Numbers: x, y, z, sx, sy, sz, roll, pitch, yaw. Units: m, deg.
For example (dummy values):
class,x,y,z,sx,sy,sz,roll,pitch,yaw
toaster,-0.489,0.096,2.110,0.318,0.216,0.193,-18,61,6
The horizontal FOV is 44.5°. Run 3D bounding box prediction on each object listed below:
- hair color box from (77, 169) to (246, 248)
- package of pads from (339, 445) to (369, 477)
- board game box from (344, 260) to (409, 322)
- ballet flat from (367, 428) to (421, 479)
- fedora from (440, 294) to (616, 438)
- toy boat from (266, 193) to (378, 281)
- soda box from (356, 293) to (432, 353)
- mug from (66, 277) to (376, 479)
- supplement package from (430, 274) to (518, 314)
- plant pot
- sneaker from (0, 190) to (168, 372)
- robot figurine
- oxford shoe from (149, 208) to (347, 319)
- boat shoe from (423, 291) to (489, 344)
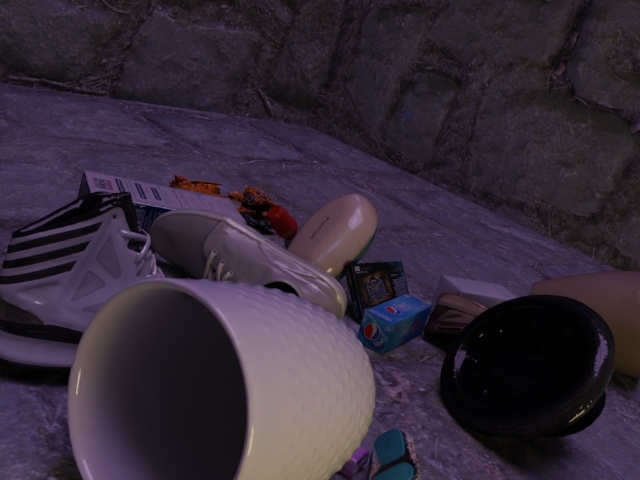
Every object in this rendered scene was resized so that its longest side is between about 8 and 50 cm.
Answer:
class,x,y,z,sx,sy,sz,roll,pitch,yaw
hair color box,-0.359,-0.053,1.755,0.348,0.105,0.174,11,17,-25
package of pads,0.024,0.303,1.124,0.083,0.031,0.050,25,16,21
board game box,0.131,0.111,1.734,0.026,0.126,0.186,-19,-12,40
ballet flat,0.103,0.327,1.034,0.077,0.091,0.241,63,15,-5
fedora,0.384,0.252,1.401,0.152,0.334,0.334,50,0,-28
toy boat,0.000,0.000,1.837,0.318,0.267,0.148,18,-30,51
soda box,0.156,0.171,1.632,0.067,0.071,0.210,25,18,26
mug,-0.126,0.193,0.979,0.374,0.276,0.328,-7,-9,34
supplement package,0.365,0.158,1.843,0.179,0.105,0.105,11,18,-26
plant pot,0.644,0.180,1.882,0.274,0.256,0.256,8,11,24
sneaker,-0.248,0.066,1.174,0.448,0.257,0.169,8,9,-30
robot figurine,-0.243,-0.097,2.061,0.291,0.085,0.211,7,20,-33
oxford shoe,-0.164,0.063,1.520,0.450,0.169,0.130,25,39,21
boat shoe,0.365,0.218,1.615,0.342,0.123,0.123,22,-22,35
